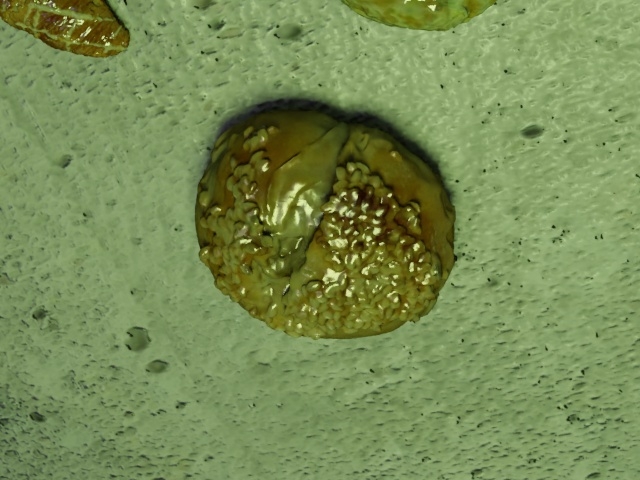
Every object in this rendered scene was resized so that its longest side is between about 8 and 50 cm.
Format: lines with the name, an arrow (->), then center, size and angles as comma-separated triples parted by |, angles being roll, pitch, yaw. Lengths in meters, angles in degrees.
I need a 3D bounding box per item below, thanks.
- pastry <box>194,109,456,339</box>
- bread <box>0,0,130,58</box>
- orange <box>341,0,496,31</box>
pastry -> 0.000, 0.000, 1.311 | 0.316, 0.184, 0.284 | 24, 123, -1
bread -> -0.322, -0.280, 1.293 | 0.233, 0.076, 0.105 | 33, 123, -8
orange -> 0.105, -0.357, 1.056 | 0.271, 0.210, 0.368 | -12, 121, -8
